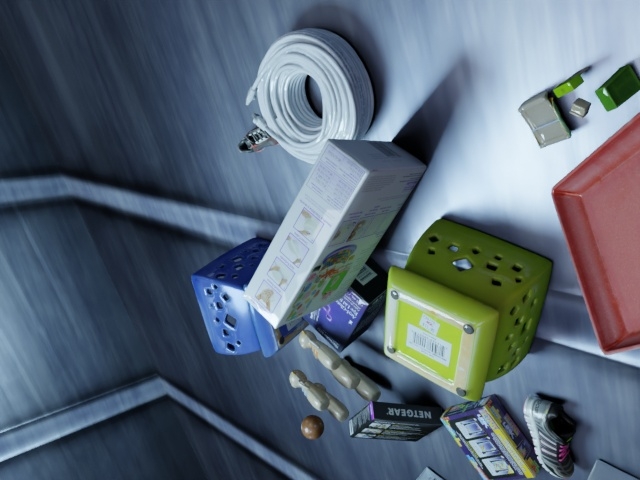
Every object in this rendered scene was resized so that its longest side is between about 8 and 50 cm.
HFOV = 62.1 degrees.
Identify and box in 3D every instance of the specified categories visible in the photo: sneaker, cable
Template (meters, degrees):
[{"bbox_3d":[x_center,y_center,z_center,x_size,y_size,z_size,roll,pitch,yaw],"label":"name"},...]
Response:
[{"bbox_3d":[0.441,0.370,0.987,0.075,0.063,0.170,-16,97,56],"label":"sneaker"},{"bbox_3d":[-0.136,-0.231,1.203,0.158,0.065,0.061,-25,95,51],"label":"sneaker"},{"bbox_3d":[-0.015,-0.273,1.031,0.257,0.089,0.257,48,140,11],"label":"cable"}]

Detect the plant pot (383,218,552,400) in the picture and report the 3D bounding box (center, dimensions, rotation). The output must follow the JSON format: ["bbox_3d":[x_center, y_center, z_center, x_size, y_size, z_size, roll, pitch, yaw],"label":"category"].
[{"bbox_3d":[0.238,0.127,0.931,0.228,0.207,0.227,24,130,34],"label":"plant pot"}]

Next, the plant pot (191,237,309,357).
[{"bbox_3d":[-0.147,0.146,1.339,0.212,0.236,0.235,5,117,38],"label":"plant pot"}]

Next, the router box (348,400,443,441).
[{"bbox_3d":[0.173,0.421,1.230,0.133,0.179,0.046,122,152,-48],"label":"router box"}]

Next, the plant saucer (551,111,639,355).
[{"bbox_3d":[0.406,-0.003,0.665,0.258,0.048,0.259,104,159,-70],"label":"plant saucer"}]

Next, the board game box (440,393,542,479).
[{"bbox_3d":[0.357,0.420,1.123,0.170,0.048,0.141,55,139,5],"label":"board game box"}]

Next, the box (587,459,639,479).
[{"bbox_3d":[0.509,0.513,0.957,0.091,0.130,0.170,20,128,37],"label":"box"}]

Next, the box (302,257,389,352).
[{"bbox_3d":[0.053,0.129,1.206,0.153,0.108,0.207,41,138,19],"label":"box"}]

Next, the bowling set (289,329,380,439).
[{"bbox_3d":[-0.008,0.344,1.255,0.154,0.200,0.287,34,167,45],"label":"bowling set"}]

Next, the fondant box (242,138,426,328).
[{"bbox_3d":[0.028,-0.017,0.953,0.096,0.238,0.330,39,116,21],"label":"fondant box"}]

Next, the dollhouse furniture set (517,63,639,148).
[{"bbox_3d":[0.356,-0.192,0.742,0.076,0.059,0.152,54,161,-7],"label":"dollhouse furniture set"}]

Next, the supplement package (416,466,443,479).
[{"bbox_3d":[0.298,0.745,1.279,0.263,0.198,0.199,30,134,30],"label":"supplement package"}]
